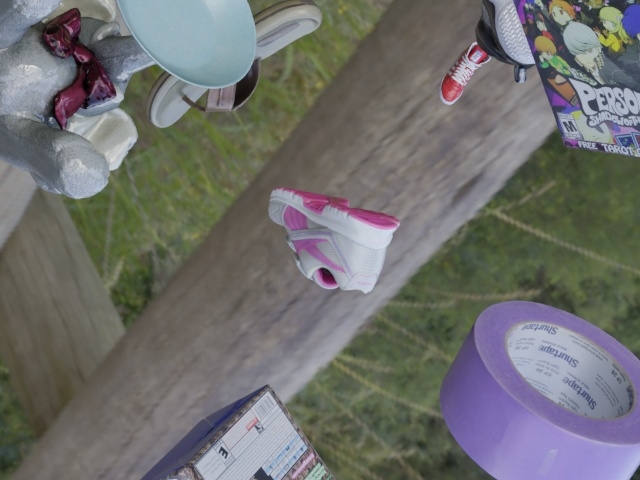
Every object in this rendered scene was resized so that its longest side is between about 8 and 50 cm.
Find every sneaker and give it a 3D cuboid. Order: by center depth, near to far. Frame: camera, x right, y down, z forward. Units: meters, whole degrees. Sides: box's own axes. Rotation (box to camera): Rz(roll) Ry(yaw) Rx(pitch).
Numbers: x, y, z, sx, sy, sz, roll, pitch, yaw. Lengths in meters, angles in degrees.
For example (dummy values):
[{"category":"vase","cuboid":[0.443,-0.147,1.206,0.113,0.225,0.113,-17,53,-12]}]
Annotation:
[{"category":"sneaker","cuboid":[0.231,-0.332,1.450,0.101,0.269,0.153,-10,169,-2]},{"category":"sneaker","cuboid":[0.000,0.000,1.464,0.103,0.252,0.111,9,98,-27]},{"category":"sneaker","cuboid":[0.237,-0.278,1.870,0.118,0.042,0.067,-61,-168,-21]}]

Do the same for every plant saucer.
[{"category":"plant saucer","cuboid":[-0.156,-0.250,1.269,0.195,0.195,0.037,0,161,-45]}]

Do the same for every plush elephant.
[{"category":"plush elephant","cuboid":[-0.301,-0.202,1.370,0.330,0.272,0.255,-3,-164,46]}]

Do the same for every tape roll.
[{"category":"tape roll","cuboid":[0.208,0.144,1.032,0.189,0.189,0.080,-5,130,-40]}]

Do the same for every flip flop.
[{"category":"flip flop","cuboid":[-0.111,-0.217,1.492,0.277,0.080,0.112,-28,173,17]}]

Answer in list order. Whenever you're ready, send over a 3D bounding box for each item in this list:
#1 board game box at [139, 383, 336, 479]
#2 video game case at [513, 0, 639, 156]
[{"category":"board game box","cuboid":[-0.088,0.386,1.544,0.141,0.291,0.232,-32,-176,33]},{"category":"video game case","cuboid":[0.281,-0.159,0.977,0.042,0.232,0.210,-45,127,-25]}]
